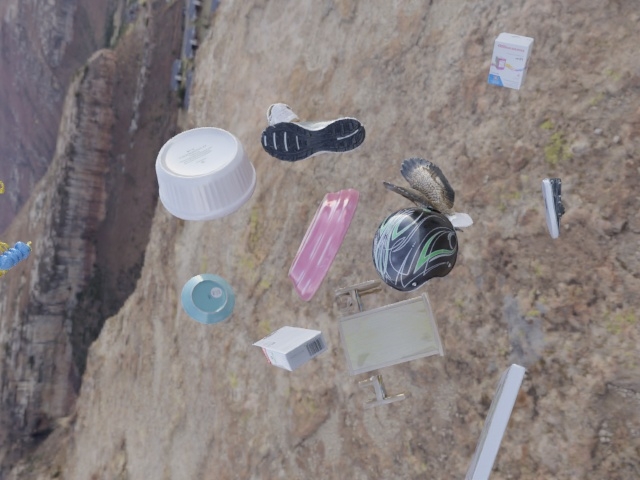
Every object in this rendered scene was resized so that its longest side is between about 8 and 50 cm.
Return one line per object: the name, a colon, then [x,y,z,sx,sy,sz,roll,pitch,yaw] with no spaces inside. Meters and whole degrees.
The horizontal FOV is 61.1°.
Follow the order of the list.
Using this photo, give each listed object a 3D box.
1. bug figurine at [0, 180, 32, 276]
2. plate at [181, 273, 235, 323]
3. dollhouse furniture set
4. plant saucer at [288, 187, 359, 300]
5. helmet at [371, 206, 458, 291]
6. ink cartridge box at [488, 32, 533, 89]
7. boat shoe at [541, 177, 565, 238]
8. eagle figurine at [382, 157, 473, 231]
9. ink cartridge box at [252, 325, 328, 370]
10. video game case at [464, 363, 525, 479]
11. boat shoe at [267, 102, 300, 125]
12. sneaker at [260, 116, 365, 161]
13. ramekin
bug figurine: [-0.720,-0.013,1.142,0.216,0.072,0.279,-63,-25,-50]
plate: [-0.388,0.198,1.887,0.024,0.188,0.188,126,140,-55]
dollhouse furniture set: [0.209,0.289,1.609,0.394,0.256,0.362,58,-162,-74]
plant saucer: [0.000,0.000,1.480,0.332,0.084,0.332,-63,5,9]
helmet: [0.186,0.017,1.125,0.169,0.161,0.169,32,129,50]
ink cartridge box: [0.497,-0.470,1.421,0.088,0.052,0.122,21,139,24]
boat shoe: [0.541,-0.075,1.248,0.049,0.040,0.142,-58,-43,-74]
eagle figurine: [0.364,-0.131,1.884,0.298,0.225,0.226,65,178,-15]
ink cartridge box: [-0.046,0.151,0.768,0.115,0.063,0.029,-9,105,60]
video game case: [0.433,0.482,1.372,0.036,0.300,0.329,20,78,19]
boat shoe: [-0.127,-0.400,1.758,0.096,0.098,0.277,56,175,-10]
sneaker: [-0.018,-0.259,1.387,0.108,0.271,0.100,-63,-31,-74]
ramekin: [-0.312,-0.189,1.453,0.127,0.273,0.273,83,168,-49]
